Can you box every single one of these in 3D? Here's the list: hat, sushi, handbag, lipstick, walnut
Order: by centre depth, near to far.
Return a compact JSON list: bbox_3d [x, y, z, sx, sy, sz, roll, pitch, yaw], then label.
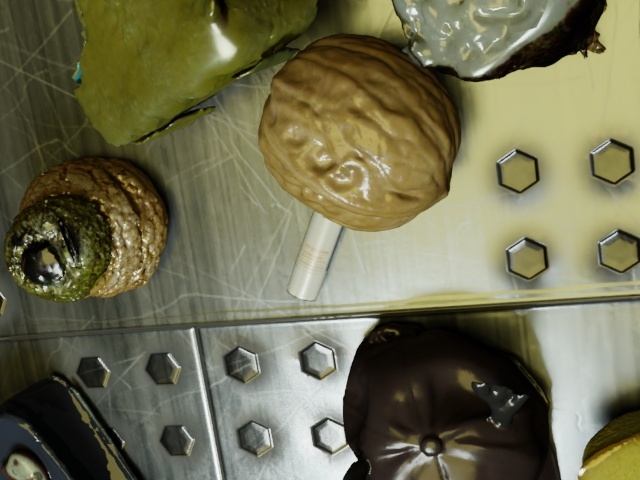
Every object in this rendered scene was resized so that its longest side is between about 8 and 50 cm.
[{"bbox_3d":[0.130,-0.313,0.925,0.234,0.207,0.348,-19,93,31],"label":"sushi"},{"bbox_3d":[0.044,-0.107,1.005,0.213,0.213,0.213,4,105,14],"label":"walnut"},{"bbox_3d":[0.146,0.260,1.066,0.238,0.209,0.336,-22,100,16],"label":"hat"},{"bbox_3d":[0.000,0.000,1.123,0.040,0.040,0.141,22,108,8],"label":"lipstick"},{"bbox_3d":[-0.395,0.381,1.290,0.329,0.122,0.303,-32,95,22],"label":"handbag"}]

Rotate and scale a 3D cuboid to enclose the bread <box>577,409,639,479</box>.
[{"bbox_3d":[0.372,0.247,1.082,0.187,0.065,0.149,-24,116,2],"label":"bread"}]

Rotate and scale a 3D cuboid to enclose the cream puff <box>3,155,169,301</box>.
[{"bbox_3d":[-0.285,-0.003,1.129,0.183,0.169,0.183,4,104,15],"label":"cream puff"}]

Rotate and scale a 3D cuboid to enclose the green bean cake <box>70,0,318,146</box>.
[{"bbox_3d":[-0.165,-0.282,1.000,0.285,0.202,0.310,-21,99,45],"label":"green bean cake"}]
